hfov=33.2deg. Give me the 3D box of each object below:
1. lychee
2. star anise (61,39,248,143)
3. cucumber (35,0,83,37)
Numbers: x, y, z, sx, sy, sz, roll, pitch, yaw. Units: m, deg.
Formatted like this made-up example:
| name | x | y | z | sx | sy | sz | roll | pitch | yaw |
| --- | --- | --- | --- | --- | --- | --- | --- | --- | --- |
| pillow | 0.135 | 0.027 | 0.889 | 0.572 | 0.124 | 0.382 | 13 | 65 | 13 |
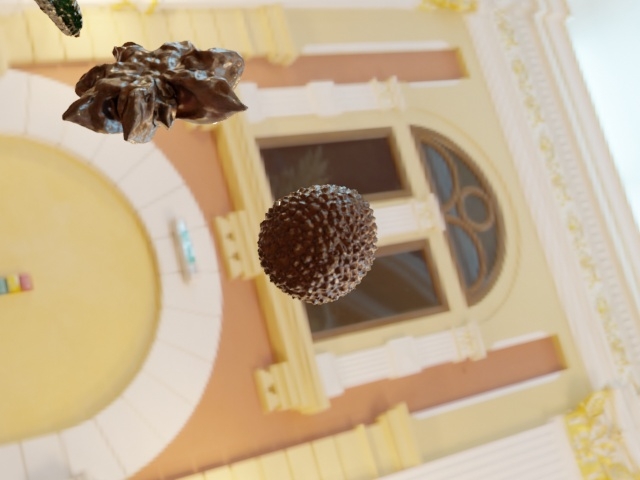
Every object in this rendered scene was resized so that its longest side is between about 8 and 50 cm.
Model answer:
| name | x | y | z | sx | sy | sz | roll | pitch | yaw |
| --- | --- | --- | --- | --- | --- | --- | --- | --- | --- |
| lychee | 0.000 | 0.000 | 1.582 | 0.188 | 0.188 | 0.188 | 17 | -68 | 53 |
| star anise | -0.265 | -0.240 | 1.739 | 0.315 | 0.315 | 0.108 | 36 | -41 | 46 |
| cucumber | -0.410 | -0.381 | 1.592 | 0.293 | 0.067 | 0.068 | 57 | 9 | -70 |
